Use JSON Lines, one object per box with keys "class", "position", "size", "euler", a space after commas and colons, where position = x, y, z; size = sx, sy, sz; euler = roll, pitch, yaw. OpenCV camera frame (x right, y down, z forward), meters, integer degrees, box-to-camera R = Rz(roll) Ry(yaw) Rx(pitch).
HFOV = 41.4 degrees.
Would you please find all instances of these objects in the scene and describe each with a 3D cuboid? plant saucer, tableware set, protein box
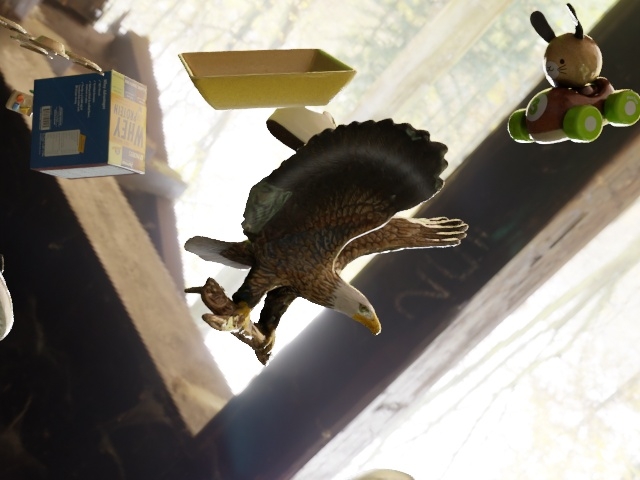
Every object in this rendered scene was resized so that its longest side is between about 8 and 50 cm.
{"class": "plant saucer", "position": [-0.121, -0.339, 1.782], "size": [0.332, 0.081, 0.333], "euler": [-5, -159, -12]}
{"class": "tableware set", "position": [-0.389, -0.272, 1.180], "size": [0.141, 0.020, 0.168], "euler": [24, -179, 11]}
{"class": "protein box", "position": [-0.498, -0.244, 1.826], "size": [0.136, 0.201, 0.200], "euler": [15, -106, -68]}

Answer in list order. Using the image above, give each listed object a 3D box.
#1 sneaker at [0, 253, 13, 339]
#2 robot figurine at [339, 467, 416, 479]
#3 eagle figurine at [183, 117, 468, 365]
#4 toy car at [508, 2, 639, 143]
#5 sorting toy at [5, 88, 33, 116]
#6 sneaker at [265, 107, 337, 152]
{"class": "sneaker", "position": [-0.616, 0.021, 1.464], "size": [0.321, 0.126, 0.127], "euler": [62, -166, -8]}
{"class": "robot figurine", "position": [0.111, 0.384, 0.912], "size": [0.353, 0.200, 0.300], "euler": [33, 155, 8]}
{"class": "eagle figurine", "position": [0.008, 0.008, 0.958], "size": [0.225, 0.298, 0.226], "euler": [45, 175, -16]}
{"class": "toy car", "position": [0.354, -0.246, 1.234], "size": [0.155, 0.149, 0.188], "euler": [13, 122, 65]}
{"class": "sorting toy", "position": [-0.705, -0.335, 2.018], "size": [0.062, 0.083, 0.012], "euler": [22, -147, -30]}
{"class": "sneaker", "position": [0.026, -0.215, 1.878], "size": [0.290, 0.106, 0.123], "euler": [40, -117, -3]}
